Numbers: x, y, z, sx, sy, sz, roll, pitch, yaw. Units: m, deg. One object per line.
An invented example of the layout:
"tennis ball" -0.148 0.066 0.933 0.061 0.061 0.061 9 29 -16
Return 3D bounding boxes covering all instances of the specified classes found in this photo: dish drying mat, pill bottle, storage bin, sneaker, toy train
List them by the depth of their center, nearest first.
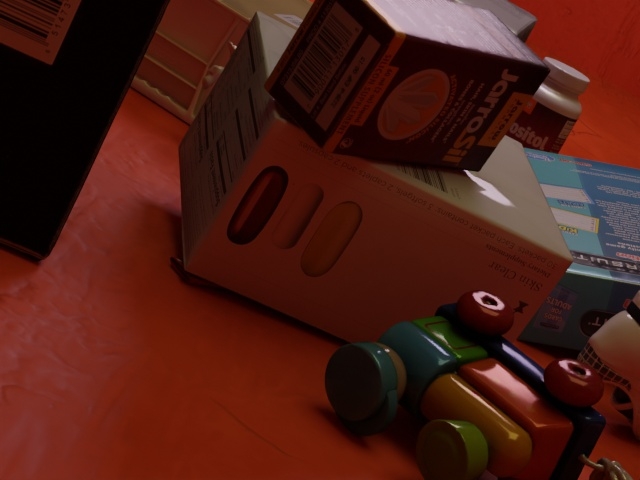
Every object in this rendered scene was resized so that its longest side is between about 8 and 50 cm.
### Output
"toy train" 0.125 0.138 1.138 0.143 0.105 0.248 -6 36 -46
"dish drying mat" -0.075 0.027 1.295 0.083 0.008 0.032 11 22 -44
"sneaker" 0.310 0.142 1.455 0.235 0.095 0.090 43 5 -23
"storage bin" -0.093 -0.203 1.771 0.260 0.123 0.262 34 17 18
"pill bottle" 0.274 -0.151 2.156 0.086 0.152 0.086 26 16 -8

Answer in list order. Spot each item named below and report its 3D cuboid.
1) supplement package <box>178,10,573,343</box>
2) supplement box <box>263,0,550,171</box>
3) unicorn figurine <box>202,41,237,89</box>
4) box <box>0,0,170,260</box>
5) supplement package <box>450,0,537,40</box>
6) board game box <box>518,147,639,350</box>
"supplement package" 0.035 -0.029 1.350 0.262 0.145 0.204 24 25 -18
"supplement box" 0.066 -0.119 1.247 0.188 0.104 0.081 4 37 -48
"unicorn figurine" -0.053 -0.098 1.569 0.111 0.162 0.060 4 16 16
"box" -0.200 -0.214 1.231 0.179 0.343 0.312 24 16 -12
"supplement package" 0.112 -0.216 2.006 0.199 0.198 0.263 30 16 5
"board game box" 0.310 0.017 1.678 0.254 0.079 0.336 10 22 -2
